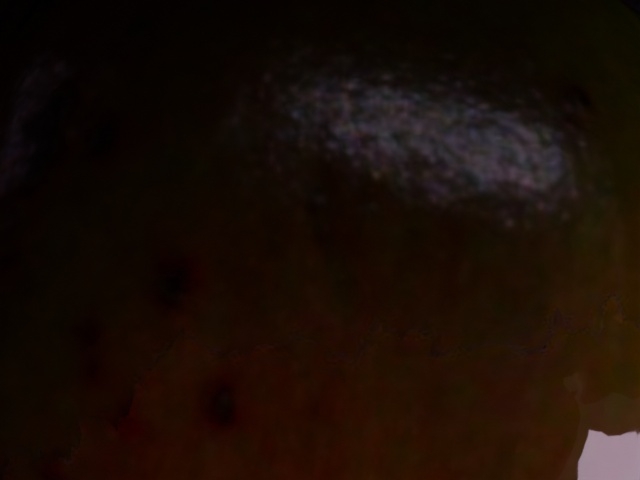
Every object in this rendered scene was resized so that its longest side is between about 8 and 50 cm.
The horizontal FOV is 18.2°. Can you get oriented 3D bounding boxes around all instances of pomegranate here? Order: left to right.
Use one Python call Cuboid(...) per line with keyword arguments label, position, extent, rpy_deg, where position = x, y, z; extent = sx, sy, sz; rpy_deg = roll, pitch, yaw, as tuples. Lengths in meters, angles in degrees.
Cuboid(label="pomegranate", position=(0.012, -0.002, 0.394), extent=(0.246, 0.198, 0.198), rpy_deg=(-59, 155, 6))
